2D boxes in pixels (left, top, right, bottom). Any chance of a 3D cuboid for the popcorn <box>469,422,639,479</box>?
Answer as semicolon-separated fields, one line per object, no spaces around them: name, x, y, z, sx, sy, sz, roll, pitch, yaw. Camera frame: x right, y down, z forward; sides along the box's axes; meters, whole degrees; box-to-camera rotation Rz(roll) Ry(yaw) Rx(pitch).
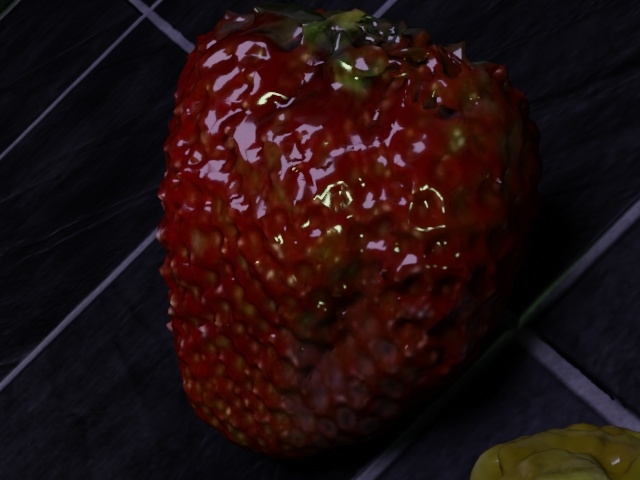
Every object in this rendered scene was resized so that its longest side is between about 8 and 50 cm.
popcorn;0.157;0.190;0.552;0.235;0.217;0.181;34;107;50

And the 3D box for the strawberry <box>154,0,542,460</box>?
strawberry;0.000;0.000;0.876;0.312;0.267;0.351;37;107;51
